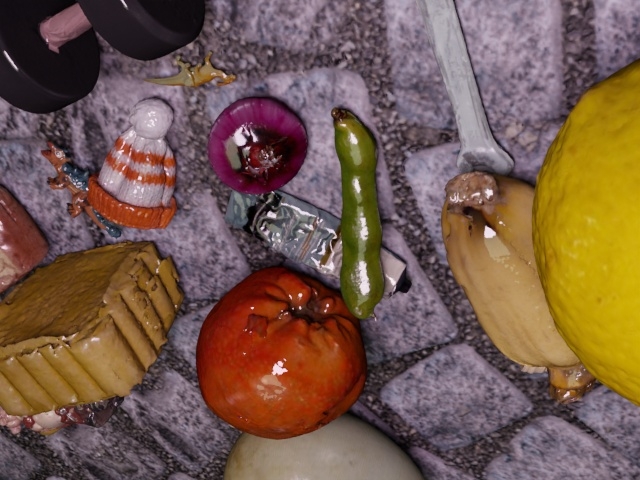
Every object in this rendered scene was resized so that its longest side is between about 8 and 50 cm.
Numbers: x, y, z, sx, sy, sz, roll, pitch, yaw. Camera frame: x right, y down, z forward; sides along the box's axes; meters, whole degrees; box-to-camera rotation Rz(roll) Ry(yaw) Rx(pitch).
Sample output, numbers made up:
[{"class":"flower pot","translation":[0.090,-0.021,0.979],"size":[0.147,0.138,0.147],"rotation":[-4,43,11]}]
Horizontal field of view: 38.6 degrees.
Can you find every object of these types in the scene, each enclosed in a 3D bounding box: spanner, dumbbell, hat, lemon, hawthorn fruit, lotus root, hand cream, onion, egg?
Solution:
[{"class":"spanner","translation":[0.137,-0.185,0.949],"size":[0.071,0.017,0.302],"rotation":[-7,122,24]},{"class":"dumbbell","translation":[-0.246,-0.238,0.957],"size":[0.218,0.152,0.152],"rotation":[-18,117,30]},{"class":"hat","translation":[-0.214,-0.098,1.106],"size":[0.112,0.093,0.162],"rotation":[19,111,-7]},{"class":"lemon","translation":[0.359,-0.020,0.785],"size":[0.349,0.350,0.387],"rotation":[6,131,15]},{"class":"hawthorn fruit","translation":[-0.067,0.158,1.164],"size":[0.211,0.211,0.299],"rotation":[38,139,-10]},{"class":"lotus root","translation":[0.230,0.041,1.011],"size":[0.146,0.131,0.303],"rotation":[-5,125,50]},{"class":"hand cream","translation":[0.000,0.000,1.123],"size":[0.248,0.052,0.075],"rotation":[28,106,5]},{"class":"onion","translation":[-0.070,-0.103,1.028],"size":[0.115,0.104,0.115],"rotation":[-8,115,-17]},{"class":"egg","translation":[0.012,0.344,1.255],"size":[0.295,0.218,0.218],"rotation":[18,129,-6]}]

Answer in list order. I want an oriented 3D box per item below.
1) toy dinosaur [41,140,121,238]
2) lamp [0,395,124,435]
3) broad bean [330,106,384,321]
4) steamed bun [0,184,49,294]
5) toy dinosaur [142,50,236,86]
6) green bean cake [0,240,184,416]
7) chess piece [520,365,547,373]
[{"class":"toy dinosaur","translation":[-0.307,-0.062,1.172],"size":[0.055,0.049,0.154],"rotation":[-38,112,-7]},{"class":"lamp","translation":[-0.425,0.241,1.399],"size":[0.253,0.118,0.118],"rotation":[-7,122,22]},{"class":"broad bean","translation":[0.044,-0.029,1.049],"size":[0.052,0.053,0.256],"rotation":[10,114,39]},{"class":"steamed bun","translation":[-0.467,0.004,1.248],"size":[0.175,0.106,0.145],"rotation":[-26,108,17]},{"class":"toy dinosaur","translation":[-0.152,-0.191,1.037],"size":[0.113,0.026,0.041],"rotation":[1,143,7]},{"class":"green bean cake","translation":[-0.308,0.113,1.194],"size":[0.229,0.224,0.131],"rotation":[-13,120,23]},{"class":"chess piece","translation":[0.298,0.159,1.137],"size":[0.092,0.035,0.035],"rotation":[16,129,3]}]
